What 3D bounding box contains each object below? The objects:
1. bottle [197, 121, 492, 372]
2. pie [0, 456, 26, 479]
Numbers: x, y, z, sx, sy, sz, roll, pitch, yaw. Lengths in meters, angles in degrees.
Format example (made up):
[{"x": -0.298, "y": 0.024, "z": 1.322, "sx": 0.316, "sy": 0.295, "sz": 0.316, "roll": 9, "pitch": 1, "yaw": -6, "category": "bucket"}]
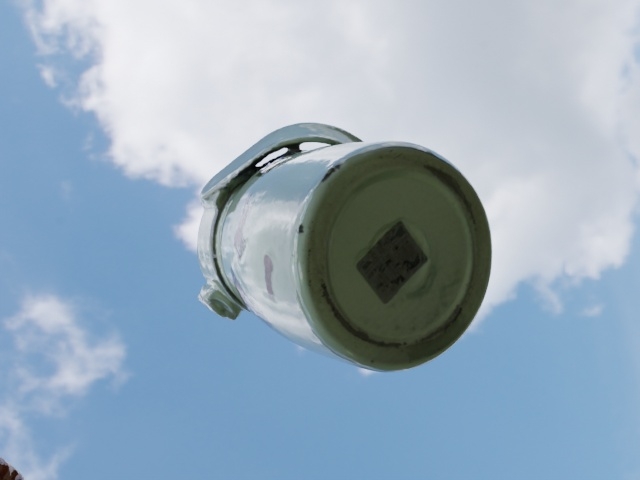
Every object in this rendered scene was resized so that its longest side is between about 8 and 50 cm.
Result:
[{"x": 0.000, "y": 0.000, "z": 1.081, "sx": 0.229, "sy": 0.351, "sz": 0.229, "roll": -2, "pitch": -86, "yaw": -26, "category": "bottle"}, {"x": -0.320, "y": 0.268, "z": 0.965, "sx": 0.182, "sy": 0.049, "sz": 0.182, "roll": 43, "pitch": -151, "yaw": -31, "category": "pie"}]
